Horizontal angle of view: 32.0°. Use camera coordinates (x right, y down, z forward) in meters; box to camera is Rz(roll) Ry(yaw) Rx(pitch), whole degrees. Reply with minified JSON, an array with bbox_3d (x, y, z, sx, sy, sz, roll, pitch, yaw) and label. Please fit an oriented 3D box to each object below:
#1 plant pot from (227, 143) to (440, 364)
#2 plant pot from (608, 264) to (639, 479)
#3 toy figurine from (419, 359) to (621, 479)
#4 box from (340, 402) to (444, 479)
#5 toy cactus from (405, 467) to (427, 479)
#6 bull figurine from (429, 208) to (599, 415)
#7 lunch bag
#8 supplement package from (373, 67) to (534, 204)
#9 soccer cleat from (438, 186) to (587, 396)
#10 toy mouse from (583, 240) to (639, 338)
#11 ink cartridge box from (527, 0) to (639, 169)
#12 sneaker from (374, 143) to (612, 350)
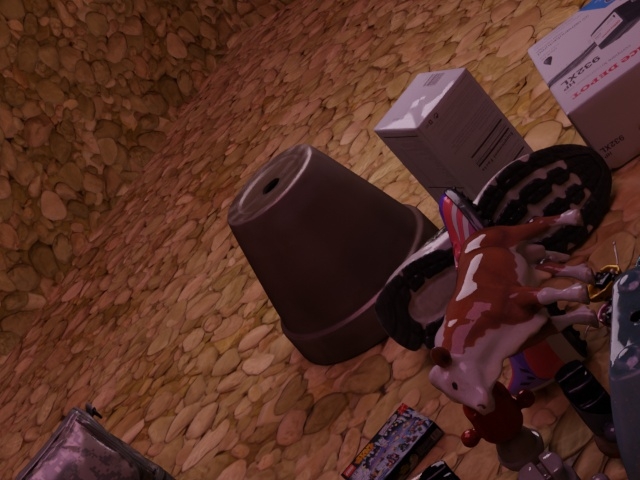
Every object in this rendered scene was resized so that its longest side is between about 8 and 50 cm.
[{"bbox_3d":[0.000,0.000,1.891,0.323,0.280,0.323,-37,23,18],"label":"plant pot"},{"bbox_3d":[0.396,0.134,1.036,0.247,0.252,0.247,-28,28,34],"label":"plant pot"},{"bbox_3d":[0.239,0.253,1.242,0.209,0.148,0.213,-15,33,39],"label":"toy figurine"},{"bbox_3d":[0.098,0.294,1.538,0.137,0.027,0.094,-48,22,-10],"label":"box"},{"bbox_3d":[0.073,0.351,1.408,0.180,0.112,0.219,-40,12,-17],"label":"toy cactus"},{"bbox_3d":[0.222,0.071,1.301,0.188,0.101,0.310,-13,30,17],"label":"bull figurine"},{"bbox_3d":[-0.392,0.446,1.784,0.305,0.256,0.212,-51,23,-17],"label":"lunch bag"},{"bbox_3d":[0.230,-0.142,1.799,0.134,0.244,0.139,-51,25,-16],"label":"supplement package"},{"bbox_3d":[0.226,0.061,1.494,0.116,0.108,0.318,-40,56,14],"label":"soccer cleat"},{"bbox_3d":[0.402,0.067,1.427,0.161,0.031,0.143,-54,24,-23],"label":"toy mouse"},{"bbox_3d":[0.479,-0.276,1.774,0.223,0.129,0.307,-36,24,16],"label":"ink cartridge box"},{"bbox_3d":[0.251,-0.006,1.691,0.410,0.158,0.182,-37,5,3],"label":"sneaker"}]
